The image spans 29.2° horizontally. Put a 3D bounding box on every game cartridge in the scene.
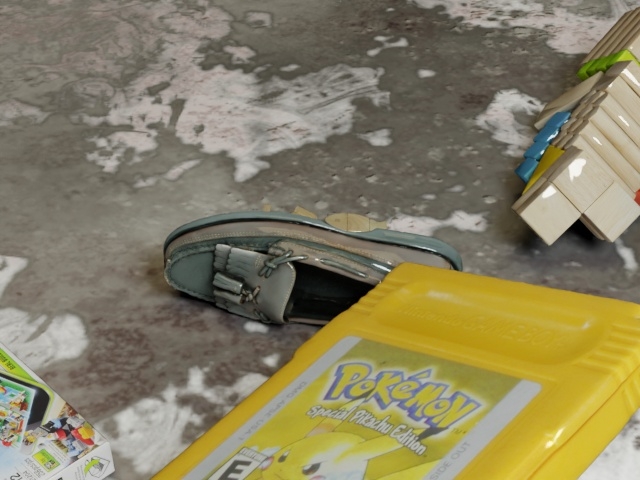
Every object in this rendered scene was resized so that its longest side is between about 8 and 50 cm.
[{"bbox_3d":[0.046,0.134,0.847,0.323,0.053,0.285,-41,28,-26],"label":"game cartridge"}]

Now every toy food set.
[{"bbox_3d":[0.000,0.000,1.169,0.122,0.019,0.078,11,40,3],"label":"toy food set"}]

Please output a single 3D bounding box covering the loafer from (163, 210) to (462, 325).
[{"bbox_3d":[-0.010,0.035,1.068,0.267,0.096,0.084,3,44,3],"label":"loafer"}]

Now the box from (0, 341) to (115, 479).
[{"bbox_3d":[-0.270,0.146,0.976,0.114,0.036,0.207,-31,47,-32],"label":"box"}]

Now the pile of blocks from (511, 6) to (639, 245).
[{"bbox_3d":[0.295,-0.099,1.237,0.112,0.149,0.362,45,55,-11],"label":"pile of blocks"}]
